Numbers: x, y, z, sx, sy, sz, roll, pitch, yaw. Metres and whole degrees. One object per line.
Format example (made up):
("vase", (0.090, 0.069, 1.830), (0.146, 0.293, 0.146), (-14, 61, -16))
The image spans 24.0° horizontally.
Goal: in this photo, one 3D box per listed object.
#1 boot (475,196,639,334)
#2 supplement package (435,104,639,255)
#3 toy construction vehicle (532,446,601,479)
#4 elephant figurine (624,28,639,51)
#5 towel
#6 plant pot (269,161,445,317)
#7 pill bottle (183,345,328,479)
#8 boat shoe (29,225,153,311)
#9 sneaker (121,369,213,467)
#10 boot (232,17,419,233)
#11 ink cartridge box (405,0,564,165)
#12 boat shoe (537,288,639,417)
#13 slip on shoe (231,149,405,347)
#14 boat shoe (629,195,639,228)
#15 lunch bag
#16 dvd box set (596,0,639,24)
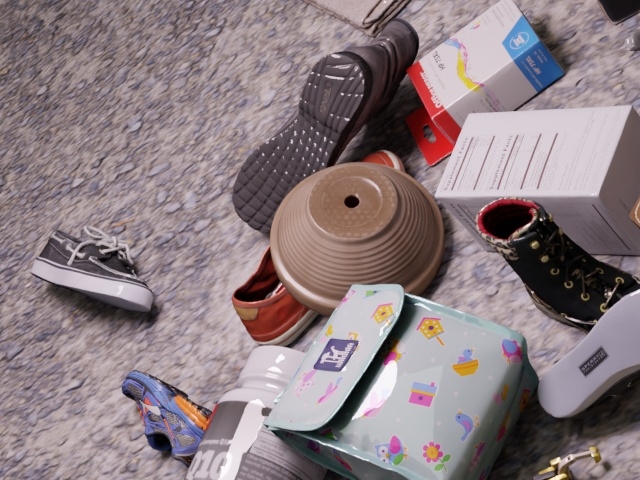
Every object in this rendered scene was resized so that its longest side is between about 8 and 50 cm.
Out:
("boot", (0.297, 0.039, 1.736), (0.236, 0.178, 0.085), (20, 70, 49))
("supplement package", (0.291, -0.073, 1.876), (0.244, 0.139, 0.133), (2, 59, 42))
("toy construction vehicle", (0.271, 0.279, 1.658), (0.098, 0.035, 0.086), (-28, 41, 20))
("elephant figurine", (0.531, -0.232, 1.810), (0.239, 0.169, 0.186), (55, 127, 36))
("towel", (0.067, -0.446, 2.489), (0.187, 0.049, 0.282), (-48, 38, -5))
("plant pot", (0.045, -0.023, 1.996), (0.237, 0.109, 0.237), (-4, 57, 6))
("pill bottle", (-0.077, 0.284, 1.863), (0.161, 0.161, 0.283), (-3, 54, 40))
("boat shoe", (-0.349, 0.039, 2.370), (0.306, 0.113, 0.105), (12, 78, 57))
("sneaker", (-0.221, 0.245, 2.097), (0.221, 0.083, 0.087), (24, 81, 53))
("boot", (0.020, -0.161, 2.202), (0.338, 0.118, 0.223), (-50, -7, 33))
("ink cartridge box", (0.212, -0.225, 2.134), (0.231, 0.078, 0.134), (-36, 39, 12))
("boat shoe", (0.341, 0.124, 1.671), (0.228, 0.076, 0.080), (-48, 61, 31))
("slip on shoe", (0.000, 0.000, 2.103), (0.331, 0.101, 0.123), (-50, 37, -9))
("boat shoe", (0.462, -0.130, 1.647), (0.324, 0.120, 0.122), (-44, 38, 2))
("lunch bag", (0.089, 0.180, 1.763), (0.262, 0.160, 0.223), (23, 69, 25))
("dvd box set", (0.496, -0.524, 2.165), (0.308, 0.062, 0.420), (-27, 41, 20))
